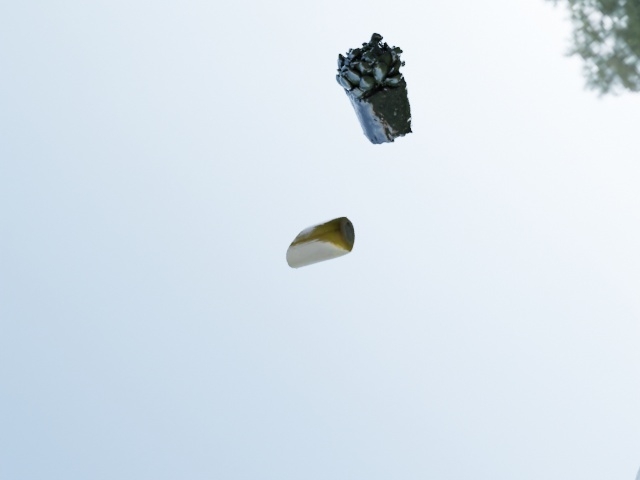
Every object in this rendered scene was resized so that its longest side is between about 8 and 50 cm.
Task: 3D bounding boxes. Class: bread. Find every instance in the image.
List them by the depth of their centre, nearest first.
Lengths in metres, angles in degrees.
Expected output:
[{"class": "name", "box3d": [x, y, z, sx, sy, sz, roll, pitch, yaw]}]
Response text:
[{"class": "bread", "box3d": [-0.001, 0.000, 1.157, 0.049, 0.103, 0.062, 43, -137, -41]}]

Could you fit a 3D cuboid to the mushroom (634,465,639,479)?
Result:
[{"class": "mushroom", "box3d": [0.328, 0.157, 0.473, 0.195, 0.253, 0.189, 33, -108, -50]}]

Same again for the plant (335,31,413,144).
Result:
[{"class": "plant", "box3d": [0.076, -0.204, 1.067, 0.092, 0.094, 0.143, -103, -10, -62]}]
